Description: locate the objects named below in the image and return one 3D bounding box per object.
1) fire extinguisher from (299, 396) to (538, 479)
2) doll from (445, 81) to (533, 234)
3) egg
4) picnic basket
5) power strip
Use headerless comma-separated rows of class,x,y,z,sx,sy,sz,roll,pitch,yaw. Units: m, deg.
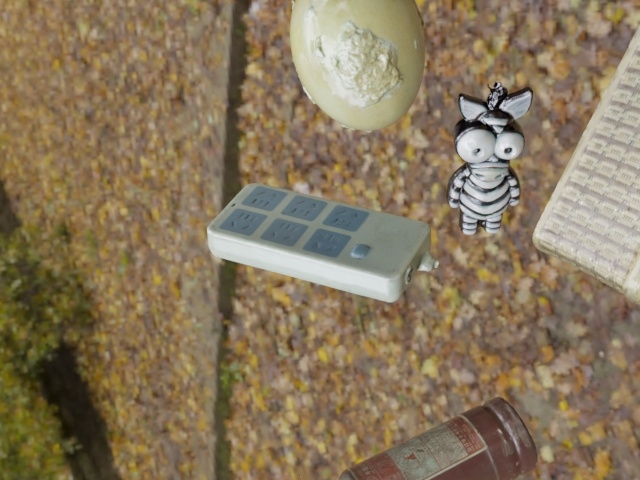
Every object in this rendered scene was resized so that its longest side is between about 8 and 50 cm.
fire extinguisher,0.061,0.208,0.852,0.075,0.252,0.106,-150,39,-72
doll,0.198,-0.091,1.146,0.067,0.091,0.219,-90,-2,-48
egg,0.047,-0.229,1.129,0.164,0.164,0.201,-16,88,64
picnic basket,0.404,-0.073,0.991,0.175,0.228,0.312,34,100,53
power strip,0.000,0.000,1.118,0.271,0.118,0.046,14,127,21
